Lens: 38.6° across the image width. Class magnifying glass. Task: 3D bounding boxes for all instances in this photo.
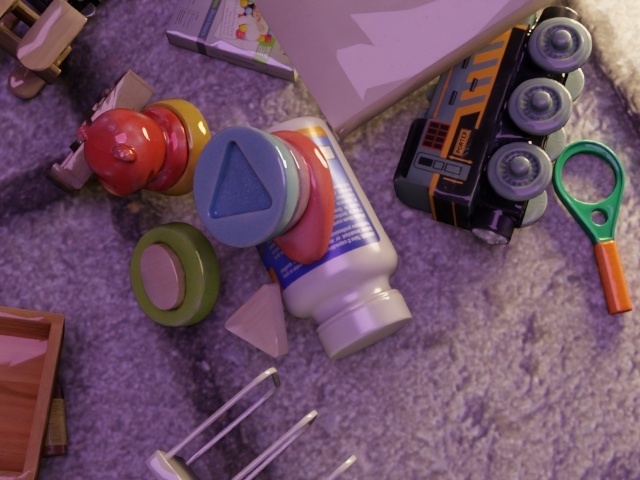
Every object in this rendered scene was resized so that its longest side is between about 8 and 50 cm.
[{"bbox_3d":[0.361,-0.020,1.181,0.092,0.026,0.231,-9,74,-2],"label":"magnifying glass"}]

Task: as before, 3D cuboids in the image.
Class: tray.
[{"bbox_3d":[-0.513,0.162,1.022,0.411,0.076,0.203,8,61,-10],"label":"tray"}]

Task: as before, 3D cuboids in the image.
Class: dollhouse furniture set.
[{"bbox_3d":[-0.359,-0.197,1.143,0.242,0.212,0.161,39,76,-18],"label":"dollhouse furniture set"}]

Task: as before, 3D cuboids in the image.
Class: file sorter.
[{"bbox_3d":[-0.030,0.300,1.018,0.173,0.193,0.278,-40,79,-11],"label":"file sorter"}]

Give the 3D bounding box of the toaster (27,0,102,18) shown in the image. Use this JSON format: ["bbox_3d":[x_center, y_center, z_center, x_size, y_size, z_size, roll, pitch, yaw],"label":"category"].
[{"bbox_3d":[-0.354,-0.397,1.241,0.185,0.110,0.168,41,79,10],"label":"toaster"}]

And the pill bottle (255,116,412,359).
[{"bbox_3d":[0.000,0.000,1.113,0.152,0.152,0.272,-25,76,-5],"label":"pill bottle"}]

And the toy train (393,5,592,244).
[{"bbox_3d":[0.221,-0.161,1.166,0.190,0.142,0.334,17,76,15],"label":"toy train"}]

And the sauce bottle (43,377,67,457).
[{"bbox_3d":[-0.334,0.201,1.123,0.042,0.042,0.128,-5,75,-1],"label":"sauce bottle"}]

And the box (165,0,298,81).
[{"bbox_3d":[-0.099,-0.312,1.254,0.186,0.038,0.145,19,77,4],"label":"box"}]

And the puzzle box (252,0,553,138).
[{"bbox_3d":[0.124,-0.348,1.154,0.409,0.052,0.272,-32,73,6],"label":"puzzle box"}]

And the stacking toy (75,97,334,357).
[{"bbox_3d":[-0.151,-0.014,1.045,0.309,0.130,0.279,15,102,33],"label":"stacking toy"}]
